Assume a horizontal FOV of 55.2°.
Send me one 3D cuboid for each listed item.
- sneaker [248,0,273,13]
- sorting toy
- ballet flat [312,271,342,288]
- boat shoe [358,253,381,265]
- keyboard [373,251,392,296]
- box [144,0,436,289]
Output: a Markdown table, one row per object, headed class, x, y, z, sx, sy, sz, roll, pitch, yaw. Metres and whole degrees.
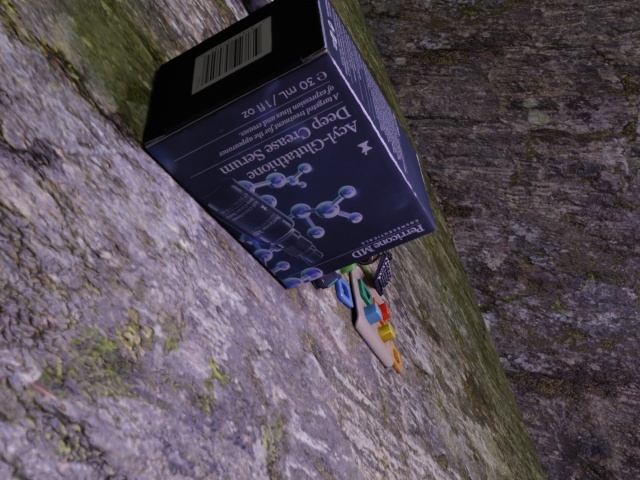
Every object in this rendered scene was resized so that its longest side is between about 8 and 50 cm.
| class | x | y | z | sx | sy | sz | roll | pitch | yaw |
| --- | --- | --- | --- | --- | --- | --- | --- | --- | --- |
| sneaker | -0.111 | -0.522 | 1.570 | 0.234 | 0.078 | 0.106 | 59 | 17 | -29 |
| sorting toy | 0.133 | 0.176 | 1.457 | 0.348 | 0.047 | 0.196 | 54 | 22 | -34 |
| ballet flat | 0.000 | 0.000 | 1.260 | 0.074 | 0.074 | 0.203 | 32 | 38 | -60 |
| boat shoe | 0.043 | -0.055 | 1.423 | 0.123 | 0.123 | 0.342 | -54 | 136 | -35 |
| keyboard | 0.164 | 0.077 | 1.553 | 0.180 | 0.023 | 0.108 | 64 | 43 | -71 |
| box | -0.032 | -0.146 | 0.987 | 0.395 | 0.293 | 0.212 | 49 | 26 | -42 |
